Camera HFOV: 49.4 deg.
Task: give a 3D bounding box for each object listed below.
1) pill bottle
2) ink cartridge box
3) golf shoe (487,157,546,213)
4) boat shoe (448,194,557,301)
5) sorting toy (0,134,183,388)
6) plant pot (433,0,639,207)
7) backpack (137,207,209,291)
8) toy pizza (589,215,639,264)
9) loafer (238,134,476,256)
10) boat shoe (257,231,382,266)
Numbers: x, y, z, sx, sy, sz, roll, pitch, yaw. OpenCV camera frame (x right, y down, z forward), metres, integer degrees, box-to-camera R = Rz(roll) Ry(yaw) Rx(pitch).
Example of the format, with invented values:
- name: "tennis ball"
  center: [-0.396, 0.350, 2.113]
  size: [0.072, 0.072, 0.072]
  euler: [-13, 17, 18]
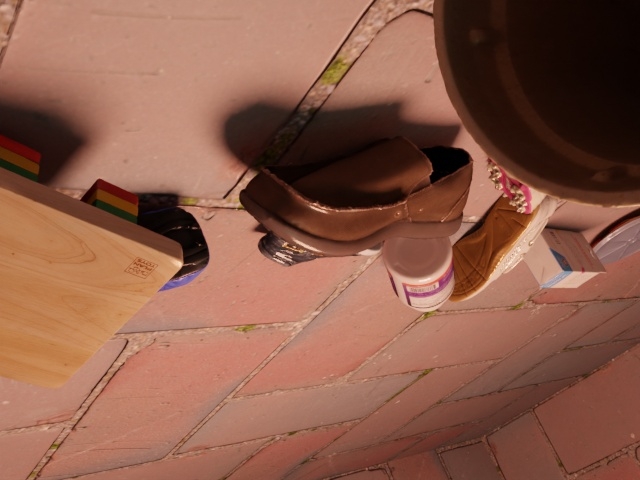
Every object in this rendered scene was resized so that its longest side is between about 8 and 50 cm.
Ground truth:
- name: "pill bottle"
  center: [0.167, 0.051, 1.149]
  size: [0.108, 0.108, 0.193]
  euler: [-24, 154, 1]
- name: "ink cartridge box"
  center: [0.475, 0.036, 1.369]
  size: [0.181, 0.104, 0.061]
  euler: [4, 142, -42]
- name: "golf shoe"
  center: [0.303, -0.147, 0.919]
  size: [0.140, 0.115, 0.306]
  euler: [-32, 161, -3]
- name: "boat shoe"
  center: [0.313, 0.015, 1.211]
  size: [0.096, 0.098, 0.277]
  euler: [-3, 145, -33]
- name: "sorting toy"
  center: [-0.311, 0.017, 0.670]
  size: [0.257, 0.089, 0.255]
  euler: [26, 126, -35]
- name: "plant pot"
  center: [0.323, -0.206, 0.591]
  size: [0.305, 0.333, 0.334]
  euler: [-8, 150, -38]
- name: "backpack"
  center: [-0.198, 0.015, 0.813]
  size: [0.120, 0.098, 0.101]
  euler: [-20, 175, -26]
- name: "toy pizza"
  center: [0.674, -0.011, 1.524]
  size: [0.201, 0.032, 0.201]
  euler: [-18, 152, -10]
- name: "loafer"
  center: [0.058, -0.075, 0.846]
  size: [0.366, 0.134, 0.130]
  euler: [-9, 127, -47]
- name: "boat shoe"
  center: [0.000, 0.000, 0.981]
  size: [0.183, 0.065, 0.083]
  euler: [15, 136, -41]
